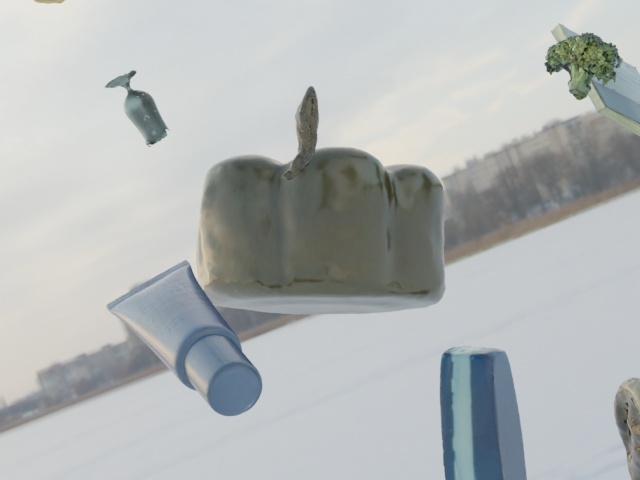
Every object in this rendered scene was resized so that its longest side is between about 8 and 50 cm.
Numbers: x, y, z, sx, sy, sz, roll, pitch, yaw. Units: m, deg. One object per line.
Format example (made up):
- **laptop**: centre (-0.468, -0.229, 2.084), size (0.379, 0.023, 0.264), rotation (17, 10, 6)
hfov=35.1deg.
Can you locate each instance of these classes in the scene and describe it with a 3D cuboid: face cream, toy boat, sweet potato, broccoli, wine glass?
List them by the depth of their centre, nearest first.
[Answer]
- **toy boat**: centre (0.178, 0.259, 1.062), size (0.061, 0.299, 0.096), rotation (-7, -2, 27)
- **wine glass**: centre (-0.202, -0.145, 1.127), size (0.039, 0.083, 0.042), rotation (-29, 2, 29)
- **face cream**: centre (-0.176, 0.117, 1.319), size (0.135, 0.086, 0.385), rotation (-30, 27, -14)
- **broccoli**: centre (0.363, -0.245, 1.416), size (0.097, 0.092, 0.095), rotation (18, -1, 4)
- **sweet potato**: centre (-0.023, -0.156, 1.496), size (0.041, 0.153, 0.038), rotation (14, -15, -9)

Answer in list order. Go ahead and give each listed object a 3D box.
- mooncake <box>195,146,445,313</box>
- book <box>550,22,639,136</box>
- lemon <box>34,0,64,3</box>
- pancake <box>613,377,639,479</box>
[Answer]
- **mooncake**: centre (0.000, 0.000, 1.847), size (0.467, 0.262, 0.467), rotation (0, -11, 0)
- **book**: centre (0.518, -0.264, 1.760), size (0.201, 0.289, 0.026), rotation (22, -57, -22)
- **lemon**: centre (-0.400, -0.419, 1.519), size (0.114, 0.114, 0.155), rotation (-24, 27, 39)
- **pancake**: centre (0.592, 0.388, 1.806), size (0.049, 0.294, 0.294), rotation (-13, -4, -1)
